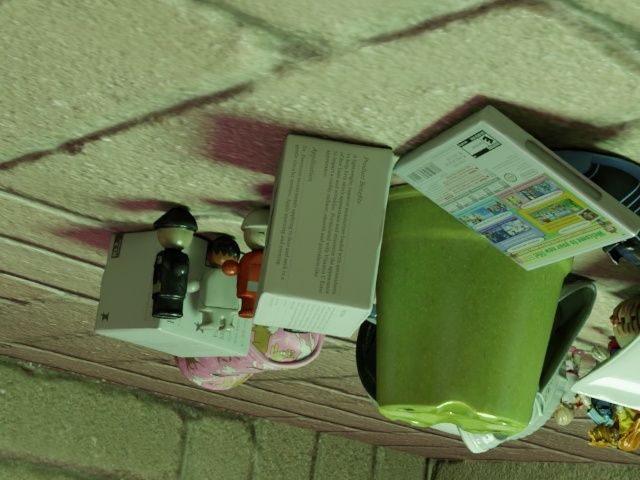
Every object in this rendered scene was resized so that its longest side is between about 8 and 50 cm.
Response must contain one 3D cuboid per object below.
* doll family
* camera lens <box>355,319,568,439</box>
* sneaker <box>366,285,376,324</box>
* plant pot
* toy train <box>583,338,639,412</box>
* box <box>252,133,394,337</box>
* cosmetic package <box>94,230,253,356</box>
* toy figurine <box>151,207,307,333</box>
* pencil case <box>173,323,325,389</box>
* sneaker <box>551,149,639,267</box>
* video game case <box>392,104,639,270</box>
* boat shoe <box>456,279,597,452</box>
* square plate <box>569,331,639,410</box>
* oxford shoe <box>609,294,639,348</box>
[{"bbox_3d":[0.511,0.289,2.218,0.118,0.163,0.263,-7,159,44],"label":"doll family"},{"bbox_3d":[0.204,0.172,1.843,0.219,0.220,0.274,-6,159,43],"label":"camera lens"},{"bbox_3d":[0.028,0.065,1.620,0.112,0.131,0.319,-7,148,31],"label":"sneaker"},{"bbox_3d":[0.170,0.094,1.502,0.276,0.254,0.276,8,165,2],"label":"plant pot"},{"bbox_3d":[0.537,0.203,2.029,0.143,0.105,0.248,-13,156,29],"label":"toy train"},{"bbox_3d":[0.000,0.000,1.384,0.119,0.181,0.182,10,165,-4],"label":"box"},{"bbox_3d":[-0.210,0.082,1.860,0.151,0.151,0.183,-5,161,41],"label":"cosmetic package"},{"bbox_3d":[-0.109,0.041,1.694,0.213,0.148,0.209,-2,168,26],"label":"toy figurine"},{"bbox_3d":[-0.121,0.158,2.094,0.160,0.167,0.386,55,156,-3],"label":"pencil case"},{"bbox_3d":[0.308,-0.026,1.298,0.232,0.091,0.081,15,165,-25],"label":"sneaker"},{"bbox_3d":[0.193,-0.047,1.275,0.193,0.023,0.212,35,159,-11],"label":"video game case"},{"bbox_3d":[0.271,0.155,1.667,0.103,0.320,0.118,-15,111,41],"label":"boat shoe"},{"bbox_3d":[0.524,0.163,1.537,0.347,0.049,0.344,14,157,-3],"label":"square plate"},{"bbox_3d":[0.460,0.126,1.732,0.130,0.123,0.348,8,165,21],"label":"oxford shoe"}]
